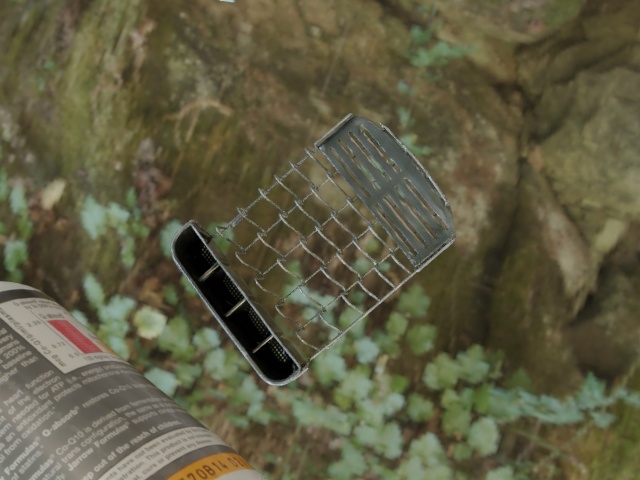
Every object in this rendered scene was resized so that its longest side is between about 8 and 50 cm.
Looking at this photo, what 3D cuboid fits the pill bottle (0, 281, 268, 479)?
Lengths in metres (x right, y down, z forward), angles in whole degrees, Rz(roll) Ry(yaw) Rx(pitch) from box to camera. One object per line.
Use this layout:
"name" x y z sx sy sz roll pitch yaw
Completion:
"pill bottle" -0.169 0.123 0.667 0.278 0.162 0.162 36 178 24

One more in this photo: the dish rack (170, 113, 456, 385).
"dish rack" 0.000 0.000 1.261 0.208 0.271 0.074 51 -174 15
